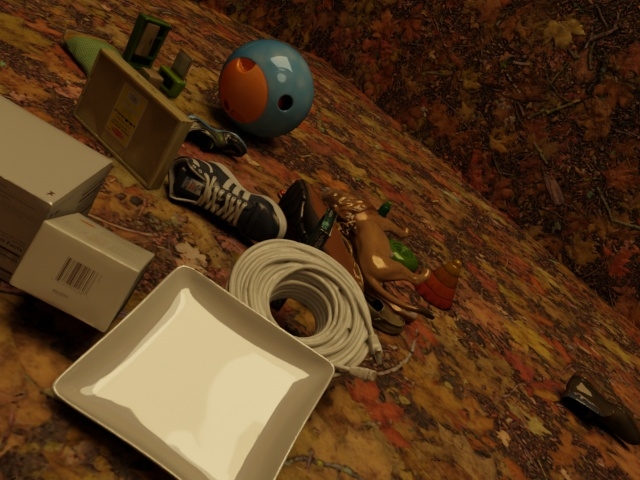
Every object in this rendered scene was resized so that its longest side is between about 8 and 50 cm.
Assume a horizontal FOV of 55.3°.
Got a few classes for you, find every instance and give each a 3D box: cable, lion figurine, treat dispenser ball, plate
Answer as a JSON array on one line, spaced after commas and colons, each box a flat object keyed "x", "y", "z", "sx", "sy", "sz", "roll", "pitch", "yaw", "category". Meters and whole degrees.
[{"x": -0.039, "y": 0.121, "z": 0.997, "sx": 0.257, "sy": 0.089, "sz": 0.257, "roll": 8, "pitch": 51, "yaw": -22, "category": "cable"}, {"x": 0.120, "y": 0.024, "z": 1.444, "sx": 0.240, "sy": 0.142, "sz": 0.392, "roll": 25, "pitch": 22, "yaw": -31, "category": "lion figurine"}, {"x": -0.162, "y": -0.454, "z": 1.834, "sx": 0.288, "sy": 0.288, "sz": 0.288, "roll": 29, "pitch": 23, "yaw": -13, "category": "treat dispenser ball"}, {"x": -0.148, "y": 0.186, "z": 0.796, "sx": 0.277, "sy": 0.045, "sz": 0.278, "roll": 33, "pitch": 39, "yaw": 4, "category": "plate"}]

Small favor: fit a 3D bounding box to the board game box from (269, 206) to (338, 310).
[{"x": -0.031, "y": 0.034, "z": 1.158, "sx": 0.026, "sy": 0.186, "sz": 0.126, "roll": 32, "pitch": 21, "yaw": -5, "category": "board game box"}]

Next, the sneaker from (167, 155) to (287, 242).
[{"x": -0.205, "y": -0.084, "z": 1.267, "sx": 0.282, "sy": 0.099, "sz": 0.153, "roll": 39, "pitch": 17, "yaw": 29, "category": "sneaker"}]

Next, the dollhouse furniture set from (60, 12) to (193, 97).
[{"x": -0.515, "y": -0.521, "z": 1.657, "sx": 0.197, "sy": 0.151, "sz": 0.301, "roll": 45, "pitch": 25, "yaw": 25, "category": "dollhouse furniture set"}]

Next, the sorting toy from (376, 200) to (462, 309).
[{"x": 0.260, "y": 0.020, "z": 1.675, "sx": 0.127, "sy": 0.126, "sz": 0.365, "roll": 5, "pitch": 37, "yaw": -50, "category": "sorting toy"}]

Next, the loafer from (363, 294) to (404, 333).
[{"x": 0.127, "y": 0.157, "z": 1.308, "sx": 0.148, "sy": 0.050, "sz": 0.056, "roll": 23, "pitch": 25, "yaw": -27, "category": "loafer"}]

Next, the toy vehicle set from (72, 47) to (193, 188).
[{"x": -0.394, "y": -0.252, "z": 1.261, "sx": 0.267, "sy": 0.166, "sz": 0.035, "roll": 42, "pitch": 24, "yaw": 18, "category": "toy vehicle set"}]

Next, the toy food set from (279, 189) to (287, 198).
[{"x": -0.072, "y": -0.110, "z": 1.613, "sx": 0.083, "sy": 0.020, "sz": 0.082, "roll": 10, "pitch": 32, "yaw": -46, "category": "toy food set"}]

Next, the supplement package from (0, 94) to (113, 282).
[{"x": -0.473, "y": -0.097, "z": 0.864, "sx": 0.261, "sy": 0.145, "sz": 0.204, "roll": 32, "pitch": 22, "yaw": -8, "category": "supplement package"}]

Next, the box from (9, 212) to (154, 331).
[{"x": -0.310, "y": 0.036, "z": 0.821, "sx": 0.130, "sy": 0.091, "sz": 0.170, "roll": 30, "pitch": 0, "yaw": -10, "category": "box"}]

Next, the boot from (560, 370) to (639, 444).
[{"x": 0.696, "y": 0.441, "z": 1.528, "sx": 0.106, "sy": 0.082, "sz": 0.219, "roll": -25, "pitch": 64, "yaw": -40, "category": "boot"}]

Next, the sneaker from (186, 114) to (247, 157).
[{"x": -0.279, "y": -0.256, "z": 1.585, "sx": 0.188, "sy": 0.067, "sz": 0.078, "roll": 22, "pitch": 46, "yaw": -31, "category": "sneaker"}]

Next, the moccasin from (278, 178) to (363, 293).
[{"x": 0.002, "y": -0.002, "z": 1.348, "sx": 0.147, "sy": 0.139, "sz": 0.380, "roll": 26, "pitch": 20, "yaw": -36, "category": "moccasin"}]
